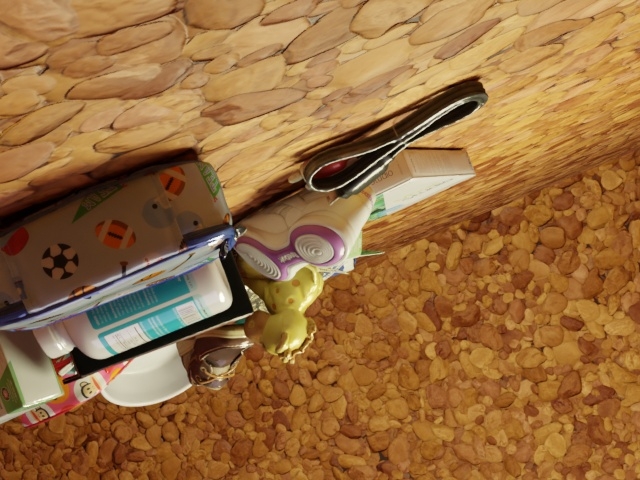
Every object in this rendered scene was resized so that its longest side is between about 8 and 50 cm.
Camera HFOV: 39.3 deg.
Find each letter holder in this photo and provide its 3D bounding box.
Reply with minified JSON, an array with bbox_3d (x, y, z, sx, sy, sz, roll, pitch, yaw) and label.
[{"bbox_3d":[-0.302,0.118,1.513,0.302,0.152,0.214,-19,175,-26],"label":"letter holder"}]

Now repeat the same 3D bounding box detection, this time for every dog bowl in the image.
[{"bbox_3d":[-0.387,0.256,2.041,0.265,0.104,0.264,-18,142,-15],"label":"dog bowl"}]

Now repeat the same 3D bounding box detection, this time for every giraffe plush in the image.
[{"bbox_3d":[-0.065,0.123,1.565,0.210,0.170,0.181,4,164,36],"label":"giraffe plush"}]

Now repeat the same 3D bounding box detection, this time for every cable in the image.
[{"bbox_3d":[0.079,-0.140,1.191,0.287,0.072,0.139,-38,150,24],"label":"cable"}]

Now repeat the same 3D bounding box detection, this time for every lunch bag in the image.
[{"bbox_3d":[-0.234,0.011,1.014,0.304,0.114,0.243,-20,176,-10],"label":"lunch bag"},{"bbox_3d":[-0.453,0.229,1.751,0.258,0.120,0.293,-24,-167,24],"label":"lunch bag"}]

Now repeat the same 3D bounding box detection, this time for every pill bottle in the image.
[{"bbox_3d":[-0.269,0.074,1.258,0.264,0.146,0.146,-21,174,-3],"label":"pill bottle"}]

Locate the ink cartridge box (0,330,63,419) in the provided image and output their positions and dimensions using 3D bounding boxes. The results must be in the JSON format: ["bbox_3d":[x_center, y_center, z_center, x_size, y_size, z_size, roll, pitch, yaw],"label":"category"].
[{"bbox_3d":[-0.571,0.240,1.571,0.212,0.154,0.093,-26,173,35],"label":"ink cartridge box"}]

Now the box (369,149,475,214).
[{"bbox_3d":[0.119,-0.091,1.596,0.232,0.058,0.322,-25,172,28],"label":"box"}]

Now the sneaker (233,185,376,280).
[{"bbox_3d":[-0.027,-0.020,1.419,0.305,0.114,0.152,-7,-142,50],"label":"sneaker"}]

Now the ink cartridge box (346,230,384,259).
[{"bbox_3d":[0.000,0.000,1.651,0.171,0.056,0.235,7,-171,26],"label":"ink cartridge box"}]

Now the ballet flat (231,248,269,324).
[{"bbox_3d":[-0.146,0.090,1.879,0.182,0.164,0.483,-40,173,-5],"label":"ballet flat"}]

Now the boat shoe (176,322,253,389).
[{"bbox_3d":[-0.208,0.241,1.817,0.123,0.123,0.342,-1,167,-28],"label":"boat shoe"}]

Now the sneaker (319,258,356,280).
[{"bbox_3d":[-0.016,0.060,2.095,0.182,0.127,0.316,-12,167,-46],"label":"sneaker"}]
